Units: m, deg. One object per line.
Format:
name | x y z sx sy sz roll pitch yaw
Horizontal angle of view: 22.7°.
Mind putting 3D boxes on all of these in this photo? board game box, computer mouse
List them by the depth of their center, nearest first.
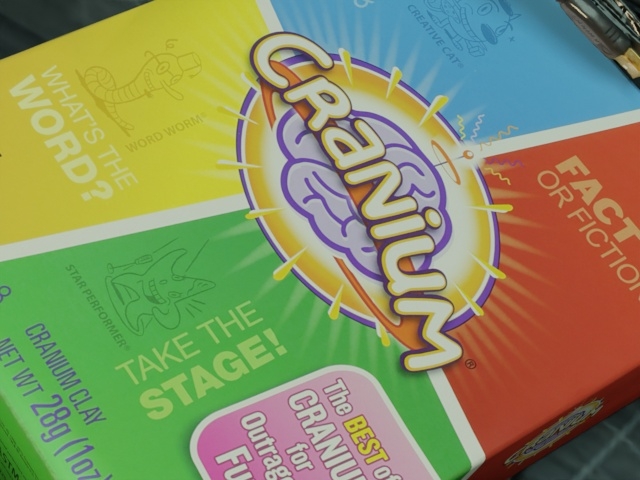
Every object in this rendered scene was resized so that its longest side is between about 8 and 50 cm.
board game box | 0.000 0.000 0.653 0.316 0.064 0.242 -27 69 -28
computer mouse | 0.147 -0.141 0.751 0.106 0.042 0.193 41 32 2
